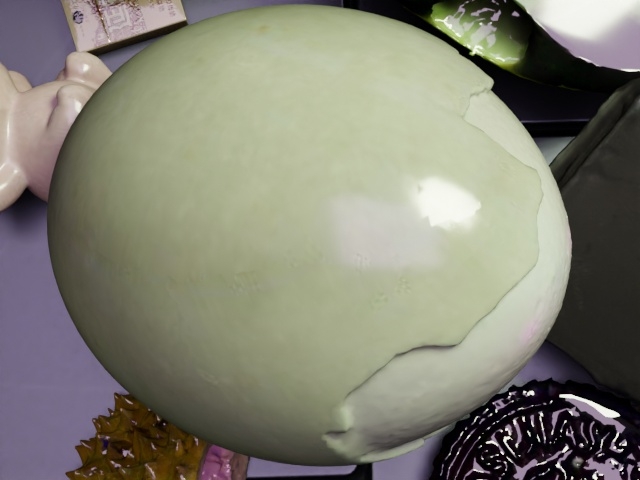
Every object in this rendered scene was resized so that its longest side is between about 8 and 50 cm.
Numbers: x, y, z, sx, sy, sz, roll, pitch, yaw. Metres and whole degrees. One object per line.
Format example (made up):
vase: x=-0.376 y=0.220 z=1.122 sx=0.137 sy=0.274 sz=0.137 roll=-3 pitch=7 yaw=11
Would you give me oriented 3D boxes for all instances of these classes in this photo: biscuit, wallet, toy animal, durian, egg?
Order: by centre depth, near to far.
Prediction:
egg: x=0.000 y=0.000 z=0.898 sx=0.336 sy=0.278 sz=0.278 roll=18 pitch=82 yaw=44
wallet: x=0.300 y=0.062 z=0.981 sx=0.377 sy=0.051 sz=0.197 roll=32 pitch=119 yaw=-8
durian: x=-0.101 y=0.188 z=1.008 sx=0.132 sy=0.165 sz=0.182 roll=5 pitch=111 yaw=-39
toy animal: x=-0.249 y=-0.076 z=1.017 sx=0.212 sy=0.124 sz=0.124 roll=3 pitch=84 yaw=-4
biscuit: x=0.165 y=0.190 z=1.028 sx=0.194 sy=0.053 sz=0.195 roll=0 pitch=84 yaw=0

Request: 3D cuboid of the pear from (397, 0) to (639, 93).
pear: x=0.183 y=-0.281 z=1.018 sx=0.398 sy=0.165 sz=0.399 roll=0 pitch=84 yaw=1

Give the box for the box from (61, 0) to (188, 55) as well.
box: x=-0.142 y=-0.169 z=1.074 sx=0.083 sy=0.024 sz=0.053 roll=-19 pitch=85 yaw=-5
